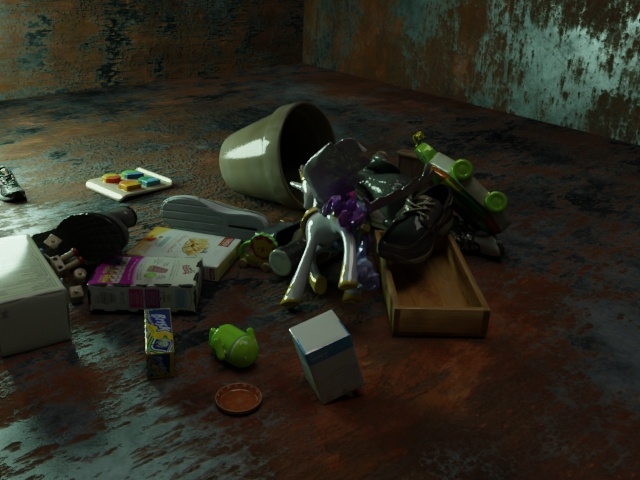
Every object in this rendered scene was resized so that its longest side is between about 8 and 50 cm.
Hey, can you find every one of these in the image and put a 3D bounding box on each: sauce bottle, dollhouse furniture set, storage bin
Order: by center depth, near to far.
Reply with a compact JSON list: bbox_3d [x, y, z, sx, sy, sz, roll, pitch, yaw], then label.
[{"bbox_3d":[0.000,0.000,1.793,0.111,0.111,0.344,19,30,32],"label":"sauce bottle"},{"bbox_3d":[-0.104,-0.010,1.835,0.091,0.098,0.135,8,23,37],"label":"storage bin"},{"bbox_3d":[0.185,-0.140,2.040,0.303,0.174,0.355,18,28,31],"label":"dollhouse furniture set"}]

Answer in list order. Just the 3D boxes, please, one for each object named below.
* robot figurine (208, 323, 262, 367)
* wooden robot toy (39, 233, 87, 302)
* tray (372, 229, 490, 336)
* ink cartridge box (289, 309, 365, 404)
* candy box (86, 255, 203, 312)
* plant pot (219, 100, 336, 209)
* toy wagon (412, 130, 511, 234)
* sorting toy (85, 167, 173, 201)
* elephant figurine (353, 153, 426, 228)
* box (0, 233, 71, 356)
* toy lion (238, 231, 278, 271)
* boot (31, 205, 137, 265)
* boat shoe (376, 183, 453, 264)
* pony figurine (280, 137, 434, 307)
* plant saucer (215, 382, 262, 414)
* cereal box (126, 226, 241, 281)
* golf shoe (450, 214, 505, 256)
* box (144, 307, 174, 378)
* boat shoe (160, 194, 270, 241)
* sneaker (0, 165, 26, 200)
[{"bbox_3d":[-0.168,0.206,1.370,0.115,0.067,0.101,23,19,37],"label":"robot figurine"},{"bbox_3d":[-0.581,0.071,1.606,0.076,0.079,0.173,-27,71,-32],"label":"wooden robot toy"},{"bbox_3d":[0.246,0.090,1.660,0.202,0.076,0.411,1,24,-3],"label":"tray"},{"bbox_3d":[0.015,0.220,1.285,0.089,0.143,0.092,-23,30,-11],"label":"ink cartridge box"},{"bbox_3d":[-0.388,0.097,1.584,0.233,0.071,0.159,0,22,-3],"label":"candy box"},{"bbox_3d":[-0.144,-0.244,2.138,0.280,0.323,0.323,-3,19,32],"label":"plant pot"},{"bbox_3d":[0.363,-0.150,1.892,0.344,0.068,0.267,44,-5,2],"label":"toy wagon"},{"bbox_3d":[-0.607,-0.187,2.232,0.193,0.038,0.208,21,30,34],"label":"sorting toy"},{"bbox_3d":[0.147,-0.143,1.882,0.239,0.186,0.169,35,44,28],"label":"elephant figurine"},{"bbox_3d":[-0.643,0.105,1.482,0.148,0.121,0.311,-12,28,-30],"label":"box"},{"bbox_3d":[-0.153,0.025,1.737,0.100,0.096,0.034,9,25,16],"label":"toy lion"},{"bbox_3d":[-0.529,-0.036,1.713,0.338,0.118,0.222,-4,17,37],"label":"boot"},{"bbox_3d":[0.234,-0.052,1.726,0.132,0.130,0.355,13,26,22],"label":"boat shoe"},{"bbox_3d":[0.048,-0.051,1.559,0.302,0.364,0.351,20,-29,-39],"label":"pony figurine"},{"bbox_3d":[-0.147,0.286,1.261,0.083,0.013,0.083,2,25,-1],"label":"plant saucer"},{"bbox_3d":[-0.338,0.031,1.763,0.240,0.047,0.173,7,25,11],"label":"cereal box"},{"bbox_3d":[0.398,0.009,1.876,0.094,0.077,0.198,-38,43,-24],"label":"golf shoe"},{"bbox_3d":[-0.318,0.198,1.382,0.054,0.059,0.169,-2,25,-15],"label":"box"},{"bbox_3d":[-0.284,-0.055,1.922,0.302,0.109,0.094,14,10,3],"label":"boat shoe"},{"bbox_3d":[-0.954,-0.176,2.129,0.072,0.077,0.178,-21,34,-39],"label":"sneaker"}]
